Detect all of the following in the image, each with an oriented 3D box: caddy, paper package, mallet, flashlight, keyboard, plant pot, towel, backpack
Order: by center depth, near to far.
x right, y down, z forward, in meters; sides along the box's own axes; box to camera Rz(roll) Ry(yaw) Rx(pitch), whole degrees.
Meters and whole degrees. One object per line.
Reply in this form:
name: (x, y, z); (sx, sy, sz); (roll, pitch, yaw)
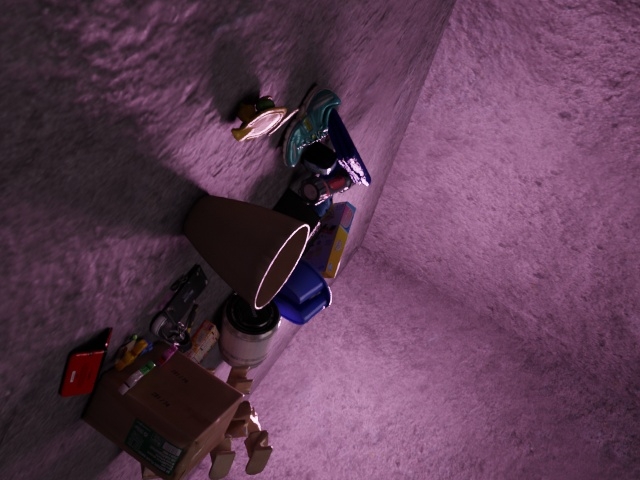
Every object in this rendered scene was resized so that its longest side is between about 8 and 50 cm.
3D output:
plant pot: (-0.212, 0.002, 1.559); (0.257, 0.274, 0.256); (-57, 169, -18)
paper package: (-0.434, 0.471, 1.676); (0.168, 0.324, 0.309); (-64, 167, 18)
keyboard: (-0.396, 0.149, 1.725); (0.180, 0.023, 0.108); (-58, 146, -35)
mallet: (-0.439, 0.295, 1.955); (0.062, 0.039, 0.190); (-37, 151, -57)
backpack: (0.001, -0.291, 2.150); (0.105, 0.114, 0.084); (-56, 168, -22)
towel: (0.090, -0.332, 2.160); (0.076, 0.228, 0.308); (-28, 161, 7)
plant pot: (-0.097, -0.049, 2.214); (0.188, 0.166, 0.187); (-55, 168, -17)
flashlight: (0.037, -0.217, 2.237); (0.103, 0.103, 0.304); (-35, 178, 39)
caddy: (-0.112, 0.168, 2.304); (0.179, 0.341, 0.241); (-41, 139, -32)

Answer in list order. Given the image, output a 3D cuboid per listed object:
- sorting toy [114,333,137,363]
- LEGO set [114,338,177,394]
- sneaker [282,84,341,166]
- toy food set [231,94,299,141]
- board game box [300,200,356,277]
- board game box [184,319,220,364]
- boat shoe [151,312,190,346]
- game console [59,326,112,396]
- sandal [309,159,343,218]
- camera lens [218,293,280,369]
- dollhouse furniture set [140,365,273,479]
sorting toy: (-0.524, 0.293, 1.613); (0.083, 0.012, 0.062); (-63, 168, 20)
LEGO set: (-0.475, 0.312, 1.610); (0.093, 0.087, 0.227); (-47, 177, 20)
sneaker: (-0.034, -0.349, 1.860); (0.275, 0.110, 0.107); (-61, 169, 9)
toy food set: (-0.159, -0.322, 1.524); (0.128, 0.071, 0.218); (-38, 177, 26)
board game box: (0.000, 0.000, 2.440); (0.064, 0.242, 0.317); (35, 65, -38)
board game box: (-0.442, 0.394, 2.147); (0.194, 0.045, 0.147); (-55, 168, -20)
boat shoe: (-0.438, 0.276, 1.781); (0.080, 0.076, 0.228); (-56, 168, -20)
game console: (-0.564, 0.292, 1.436); (0.124, 0.085, 0.144); (-1, 126, -40)
sandal: (0.015, -0.226, 2.404); (0.138, 0.126, 0.318); (63, 50, -73)
camera lens: (-0.278, 0.345, 2.292); (0.219, 0.219, 0.274); (-49, 165, -42)
dollhouse furniture set: (-0.415, 0.670, 2.085); (0.393, 0.362, 0.257); (3, 128, -27)
